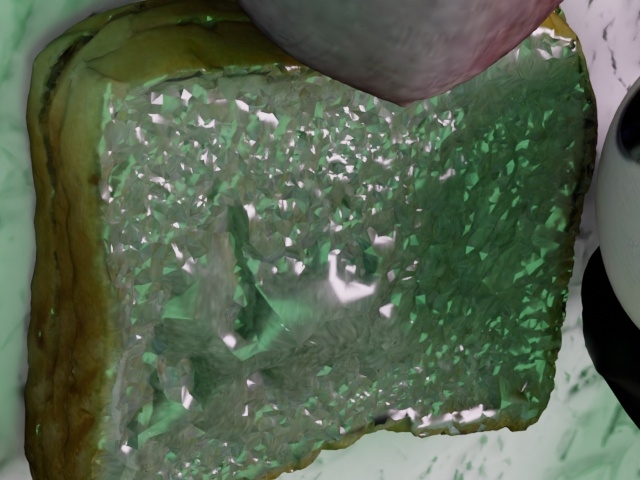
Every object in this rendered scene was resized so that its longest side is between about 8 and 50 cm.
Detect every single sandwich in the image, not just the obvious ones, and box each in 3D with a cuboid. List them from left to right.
[{"bbox_3d":[0.000,0.000,0.810,0.301,0.099,0.271,-11,124,-26],"label":"sandwich"}]

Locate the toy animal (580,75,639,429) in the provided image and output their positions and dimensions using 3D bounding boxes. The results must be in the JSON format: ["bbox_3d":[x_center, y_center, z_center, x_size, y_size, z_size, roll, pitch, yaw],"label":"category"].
[{"bbox_3d":[0.250,0.008,0.848,0.212,0.212,0.267,-31,154,-13],"label":"toy animal"}]

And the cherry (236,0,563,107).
[{"bbox_3d":[0.038,-0.187,0.650,0.213,0.183,0.266,2,102,-19],"label":"cherry"}]
